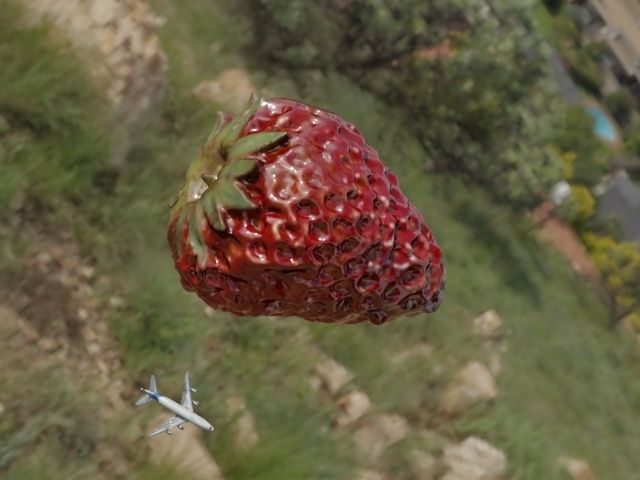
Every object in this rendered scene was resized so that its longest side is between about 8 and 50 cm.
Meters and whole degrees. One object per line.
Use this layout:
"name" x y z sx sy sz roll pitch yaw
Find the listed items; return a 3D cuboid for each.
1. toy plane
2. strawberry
"toy plane" -0.145 0.171 1.486 0.084 0.078 0.024 30 -6 -1
"strawberry" 0.000 0.000 1.255 0.244 0.205 0.205 30 35 -23
